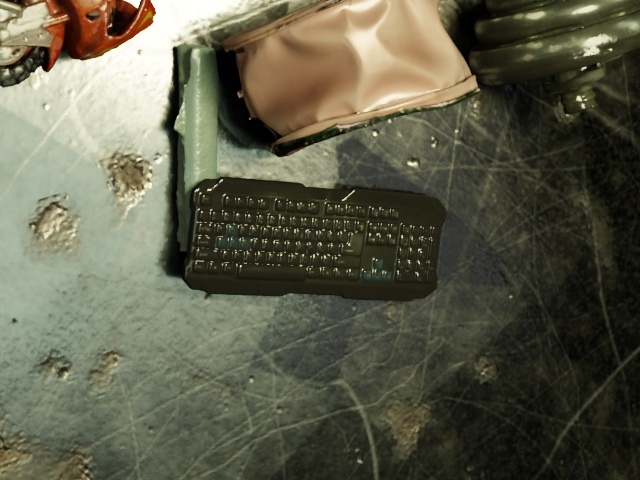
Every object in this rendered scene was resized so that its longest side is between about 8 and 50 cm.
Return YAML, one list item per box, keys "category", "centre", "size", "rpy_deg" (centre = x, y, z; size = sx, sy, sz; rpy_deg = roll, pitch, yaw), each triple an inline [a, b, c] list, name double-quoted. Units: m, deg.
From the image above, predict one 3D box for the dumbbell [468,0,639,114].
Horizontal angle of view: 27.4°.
- category: "dumbbell"
  centre: [0.184, -0.309, 1.148]
  size: [0.179, 0.179, 0.406]
  rpy_deg: [-19, 102, -18]

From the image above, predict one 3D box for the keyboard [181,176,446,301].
- category: "keyboard"
  centre: [0.000, 0.000, 1.183]
  size: [0.262, 0.016, 0.106]
  rpy_deg: [4, 95, -30]

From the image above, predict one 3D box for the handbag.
- category: "handbag"
  centre: [0.028, -0.149, 1.110]
  size: [0.205, 0.179, 0.116]
  rpy_deg: [-21, 97, -19]

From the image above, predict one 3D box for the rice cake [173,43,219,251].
- category: "rice cake"
  centre: [-0.111, -0.080, 1.139]
  size: [0.042, 0.030, 0.180]
  rpy_deg: [-3, 98, -26]

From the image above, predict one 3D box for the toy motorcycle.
- category: "toy motorcycle"
  centre: [-0.198, -0.258, 1.051]
  size: [0.171, 0.089, 0.298]
  rpy_deg: [15, 91, -24]
